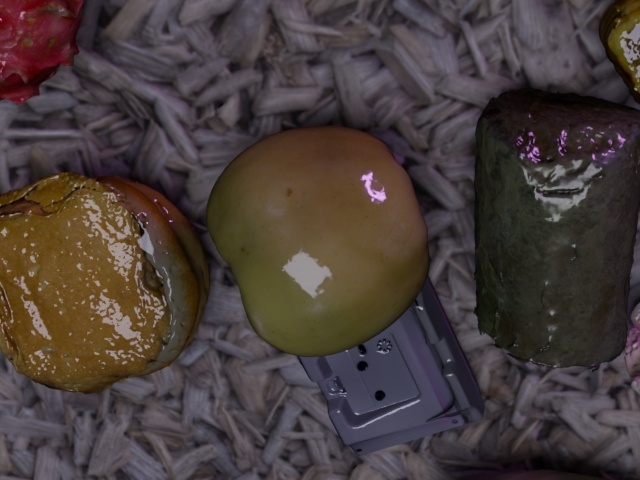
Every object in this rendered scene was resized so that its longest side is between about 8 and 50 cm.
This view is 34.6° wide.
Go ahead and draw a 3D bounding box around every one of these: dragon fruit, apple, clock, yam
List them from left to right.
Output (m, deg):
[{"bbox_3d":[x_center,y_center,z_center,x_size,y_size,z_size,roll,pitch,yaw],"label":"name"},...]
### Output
[{"bbox_3d":[-0.360,-0.282,1.150,0.205,0.210,0.268,15,110,-17],"label":"dragon fruit"},{"bbox_3d":[0.000,0.000,1.192,0.263,0.262,0.262,3,114,7],"label":"apple"},{"bbox_3d":[0.086,0.160,1.335,0.186,0.083,0.253,-21,109,17],"label":"clock"},{"bbox_3d":[0.266,-0.016,1.169,0.195,0.195,0.300,1,114,8],"label":"yam"}]

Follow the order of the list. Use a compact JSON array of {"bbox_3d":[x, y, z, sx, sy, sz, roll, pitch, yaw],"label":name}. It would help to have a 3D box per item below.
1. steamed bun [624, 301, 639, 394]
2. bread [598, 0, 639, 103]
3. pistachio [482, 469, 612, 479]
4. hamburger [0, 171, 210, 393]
[{"bbox_3d":[0.467,0.103,1.205,0.226,0.200,0.170,-24,68,20],"label":"steamed bun"},{"bbox_3d":[0.428,-0.225,1.109,0.222,0.096,0.181,-28,109,18],"label":"bread"},{"bbox_3d":[0.298,0.407,1.356,0.332,0.207,0.226,-13,156,-1],"label":"pistachio"},{"bbox_3d":[-0.290,0.044,1.299,0.319,0.158,0.318,4,114,8],"label":"hamburger"}]
